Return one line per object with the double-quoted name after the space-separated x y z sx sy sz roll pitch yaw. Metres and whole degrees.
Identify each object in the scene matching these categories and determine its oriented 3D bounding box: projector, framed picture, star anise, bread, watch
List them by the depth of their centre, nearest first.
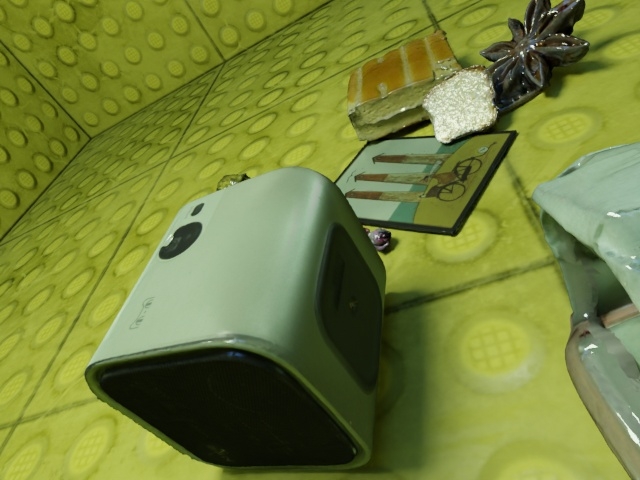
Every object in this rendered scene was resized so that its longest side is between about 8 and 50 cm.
0.261 0.053 0.321 0.161 0.241 0.253 -26 35 10 "watch"
-0.070 0.099 0.535 0.248 0.248 0.249 -16 38 25 "projector"
0.255 -0.238 0.818 0.129 0.044 0.126 -19 69 28 "bread"
0.373 -0.326 0.821 0.230 0.081 0.263 27 96 53 "star anise"
0.152 -0.114 0.822 0.323 0.013 0.244 10 53 45 "framed picture"
0.179 -0.329 0.969 0.239 0.111 0.246 -18 35 22 "bread"

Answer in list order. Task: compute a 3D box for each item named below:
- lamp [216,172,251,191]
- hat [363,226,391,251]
-0.160 -0.068 0.918 0.157 0.135 0.156 -26 34 16 "lamp"
-0.001 -0.004 0.730 0.227 0.140 0.129 -6 52 17 "hat"
